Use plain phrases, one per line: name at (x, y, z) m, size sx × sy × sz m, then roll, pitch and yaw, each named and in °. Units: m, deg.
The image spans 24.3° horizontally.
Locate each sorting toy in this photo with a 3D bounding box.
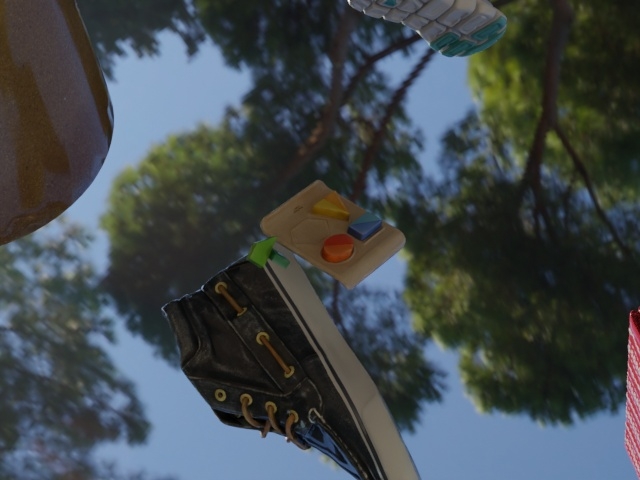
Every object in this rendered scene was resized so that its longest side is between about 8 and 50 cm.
sorting toy at (0.000, 0.000, 0.779) m, size 0.062 × 0.012 × 0.083 m, roll 35°, pitch -136°, yaw 18°

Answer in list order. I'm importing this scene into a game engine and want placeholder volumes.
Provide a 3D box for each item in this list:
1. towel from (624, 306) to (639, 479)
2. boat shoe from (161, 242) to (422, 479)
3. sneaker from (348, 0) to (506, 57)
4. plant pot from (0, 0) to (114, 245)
towel at (0.288, 0.189, 1.165) m, size 0.031 × 0.275 × 0.199 m, roll -18°, pitch -122°, yaw 0°
boat shoe at (-0.015, 0.087, 0.790) m, size 0.083 × 0.065 × 0.183 m, roll -30°, pitch -123°, yaw -4°
sneaker at (0.057, -0.186, 1.000) m, size 0.065 × 0.166 × 0.076 m, roll -31°, pitch -128°, yaw 27°
plant pot at (-0.268, -0.160, 1.002) m, size 0.237 × 0.254 × 0.237 m, roll 1°, pitch -128°, yaw -1°
